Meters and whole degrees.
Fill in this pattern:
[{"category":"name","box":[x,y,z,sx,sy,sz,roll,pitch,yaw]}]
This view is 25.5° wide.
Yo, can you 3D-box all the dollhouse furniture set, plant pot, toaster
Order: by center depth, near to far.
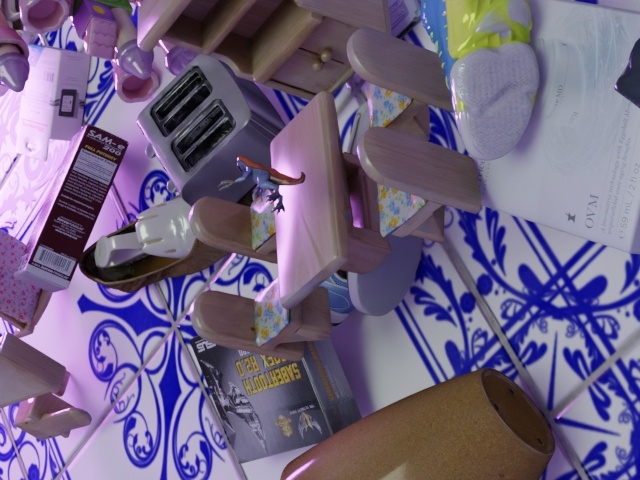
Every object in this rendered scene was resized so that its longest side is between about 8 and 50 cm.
[{"category":"plant pot","box":[0.127,0.262,1.558,0.254,0.237,0.237,-43,57,20]},{"category":"dollhouse furniture set","box":[-0.051,-0.127,1.590,0.362,0.256,0.394,-42,42,44]},{"category":"toaster","box":[-0.136,-0.141,1.887,0.185,0.110,0.168,-42,52,12]},{"category":"dollhouse furniture set","box":[-0.443,0.084,2.221,0.174,0.303,0.355,-19,45,39]}]

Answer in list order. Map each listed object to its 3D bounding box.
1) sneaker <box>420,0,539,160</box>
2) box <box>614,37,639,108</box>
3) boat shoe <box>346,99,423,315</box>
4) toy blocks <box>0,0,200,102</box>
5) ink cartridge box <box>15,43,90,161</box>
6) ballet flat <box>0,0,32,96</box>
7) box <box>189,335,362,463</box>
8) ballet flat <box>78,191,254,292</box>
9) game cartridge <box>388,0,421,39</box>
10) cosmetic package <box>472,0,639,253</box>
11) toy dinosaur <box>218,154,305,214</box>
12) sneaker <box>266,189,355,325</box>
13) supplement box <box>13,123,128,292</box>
[{"category":"sneaker","box":[0.156,-0.199,1.429,0.126,0.091,0.240,-179,92,-70]},{"category":"box","box":[0.552,-0.192,1.008,0.480,0.297,0.472,45,123,40]},{"category":"boat shoe","box":[0.063,-0.044,1.707,0.088,0.096,0.267,2,88,55]},{"category":"toy blocks","box":[-0.292,-0.321,1.971,0.309,0.288,0.260,-55,45,29]},{"category":"ink cartridge box","box":[-0.434,-0.221,2.294,0.104,0.060,0.180,18,102,46]},{"category":"ballet flat","box":[-0.525,-0.368,2.393,0.086,0.086,0.248,-4,85,48]},{"category":"box","box":[-0.061,0.180,1.817,0.231,0.056,0.183,-24,86,52]},{"category":"ballet flat","box":[-0.235,-0.002,2.017,0.342,0.124,0.116,-20,75,46]},{"category":"game cartridge","box":[0.091,-0.275,1.739,0.083,0.017,0.056,-40,64,40]},{"category":"cosmetic package","box":[0.286,-0.121,1.427,0.224,0.138,0.224,21,105,48]},{"category":"toy dinosaur","box":[-0.058,-0.066,1.481,0.090,0.047,0.082,-33,56,11]},{"category":"sneaker","box":[0.000,0.000,1.798,0.081,0.080,0.211,-37,72,34]},{"category":"supplement box","box":[-0.375,-0.046,2.124,0.239,0.073,0.130,-69,16,-12]}]
